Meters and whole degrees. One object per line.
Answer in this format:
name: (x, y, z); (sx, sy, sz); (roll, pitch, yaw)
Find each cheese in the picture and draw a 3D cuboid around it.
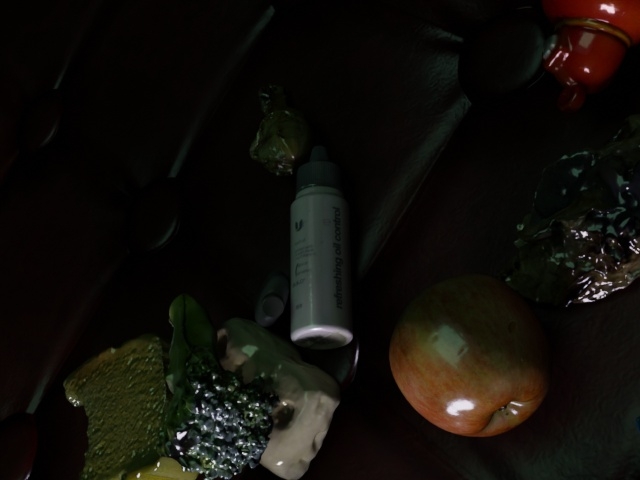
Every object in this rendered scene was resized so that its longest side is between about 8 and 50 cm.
cheese: (-0.087, 0.216, 1.533); (0.263, 0.093, 0.159); (32, 92, 45)

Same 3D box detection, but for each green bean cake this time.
green bean cake: (-0.286, 0.285, 1.650); (0.233, 0.124, 0.236); (-27, 55, 28)

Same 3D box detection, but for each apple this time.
apple: (0.180, 0.140, 1.273); (0.188, 0.188, 0.174); (-43, 53, 17)

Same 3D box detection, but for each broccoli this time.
broccoli: (-0.159, 0.182, 1.476); (0.165, 0.145, 0.304); (-58, 34, 23)

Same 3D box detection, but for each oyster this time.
oyster: (0.354, -0.063, 1.286); (0.361, 0.096, 0.221); (-27, 48, 26)

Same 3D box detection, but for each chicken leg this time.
chicken leg: (-0.068, -0.174, 1.702); (0.228, 0.088, 0.103); (-116, 33, -53)

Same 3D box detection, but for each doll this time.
doll: (0.368, -0.329, 1.340); (0.363, 0.160, 0.182); (-69, 15, -3)

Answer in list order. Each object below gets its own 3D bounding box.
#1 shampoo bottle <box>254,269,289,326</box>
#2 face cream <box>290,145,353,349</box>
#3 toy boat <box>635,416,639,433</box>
shampoo bottle: (-0.070, 0.086, 1.549); (0.165, 0.040, 0.080); (-145, 80, -84)
face cream: (0.000, 0.000, 1.559); (0.092, 0.092, 0.312); (-20, 58, 33)
toy boat: (0.412, 0.301, 1.067); (0.061, 0.096, 0.299); (-31, 55, 15)
